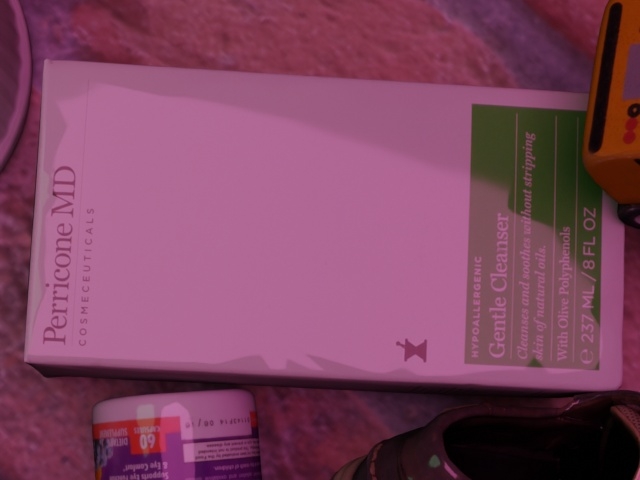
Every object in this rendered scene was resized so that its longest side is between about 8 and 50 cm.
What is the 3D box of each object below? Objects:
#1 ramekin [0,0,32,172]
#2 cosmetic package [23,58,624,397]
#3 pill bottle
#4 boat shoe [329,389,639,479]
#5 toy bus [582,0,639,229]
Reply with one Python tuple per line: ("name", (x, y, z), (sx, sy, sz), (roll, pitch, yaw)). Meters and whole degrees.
("ramekin", (-0.328, -0.125, 1.000), (0.273, 0.127, 0.273), (1, 82, -6))
("cosmetic package", (0.000, 0.000, 1.002), (0.366, 0.155, 0.197), (2, 83, -7))
("pill bottle", (-0.088, 0.195, 0.987), (0.108, 0.108, 0.193), (-4, 82, -6))
("boat shoe", (0.174, 0.166, 0.935), (0.355, 0.130, 0.132), (4, 53, -35))
("toy bus", (0.282, -0.043, 0.959), (0.333, 0.130, 0.108), (27, 67, -45))
